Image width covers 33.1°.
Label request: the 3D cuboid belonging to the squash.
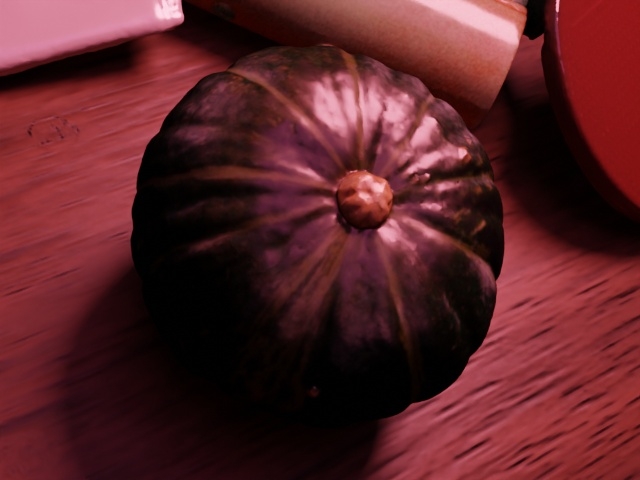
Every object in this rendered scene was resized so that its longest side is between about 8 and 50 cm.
[{"bbox_3d":[-0.001,-0.001,0.603,0.218,0.172,0.218,10,62,-20],"label":"squash"}]

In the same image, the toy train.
[{"bbox_3d":[0.030,-0.192,0.777,0.285,0.116,0.177,24,68,-6],"label":"toy train"}]

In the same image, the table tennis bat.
[{"bbox_3d":[0.215,-0.151,0.773,0.200,0.038,0.310,-41,107,-37],"label":"table tennis bat"}]

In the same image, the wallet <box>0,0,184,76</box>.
[{"bbox_3d":[-0.191,-0.167,0.712,0.183,0.032,0.124,-18,69,-19],"label":"wallet"}]
